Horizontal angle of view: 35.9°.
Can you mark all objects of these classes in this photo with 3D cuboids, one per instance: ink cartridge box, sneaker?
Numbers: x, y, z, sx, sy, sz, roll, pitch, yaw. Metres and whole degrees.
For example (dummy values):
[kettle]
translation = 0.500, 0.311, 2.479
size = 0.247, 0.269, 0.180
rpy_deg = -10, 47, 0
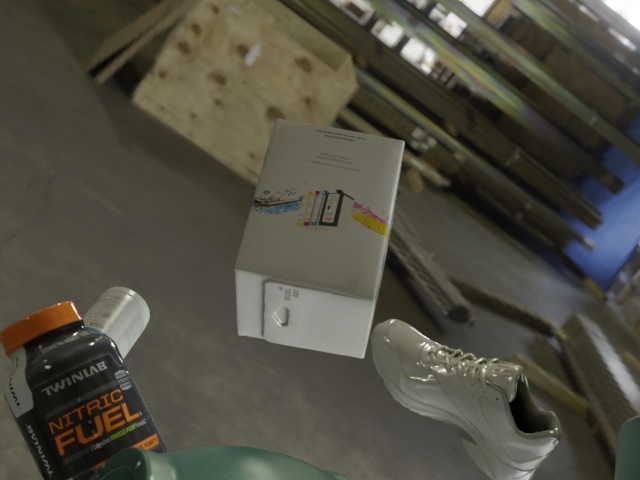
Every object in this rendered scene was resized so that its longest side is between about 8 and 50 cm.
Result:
[ink cartridge box]
translation = 0.000, 0.000, 1.231
size = 0.168, 0.171, 0.232
rpy_deg = 11, 59, 4
[sneaker]
translation = 0.161, 0.150, 1.048
size = 0.232, 0.115, 0.090
rpy_deg = 38, 41, 3

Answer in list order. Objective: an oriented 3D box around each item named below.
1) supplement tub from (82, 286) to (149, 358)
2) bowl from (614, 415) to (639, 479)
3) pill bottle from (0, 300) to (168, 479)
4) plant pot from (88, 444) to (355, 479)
[supplement tub]
translation = -0.259, 0.112, 1.198
size = 0.071, 0.071, 0.107
rpy_deg = 37, 34, -5
[bowl]
translation = 0.421, 0.323, 0.990
size = 0.312, 0.163, 0.311
rpy_deg = 27, -21, 11
[pill bottle]
translation = -0.255, 0.190, 1.060
size = 0.245, 0.130, 0.130
rpy_deg = 63, 19, 4
[plant pot]
translation = -0.111, 0.285, 0.799
size = 0.196, 0.293, 0.293
rpy_deg = 35, 16, -22
